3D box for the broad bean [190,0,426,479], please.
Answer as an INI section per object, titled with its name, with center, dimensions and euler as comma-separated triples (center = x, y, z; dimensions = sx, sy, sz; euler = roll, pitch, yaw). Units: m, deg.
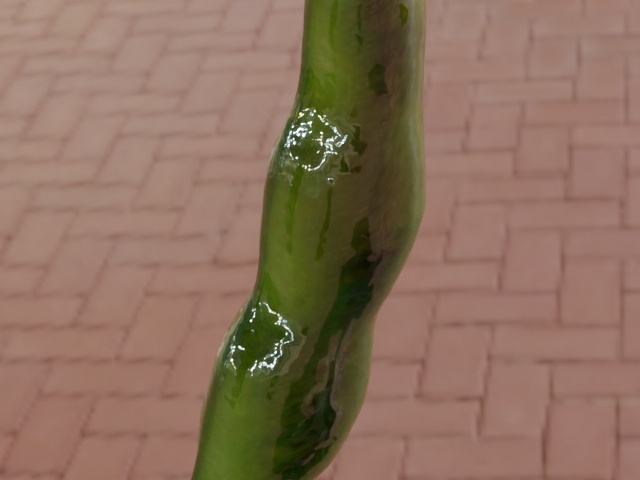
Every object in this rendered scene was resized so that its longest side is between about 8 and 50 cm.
[broad bean]
center = 0.001, 0.000, 0.587
dimensions = 0.060, 0.297, 0.043
euler = -3, 32, -26
